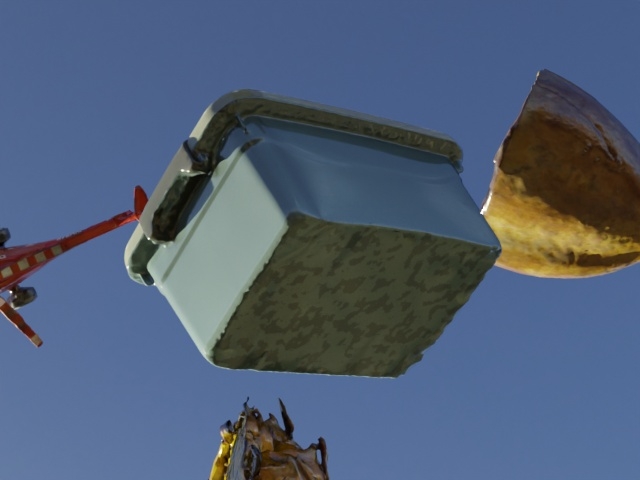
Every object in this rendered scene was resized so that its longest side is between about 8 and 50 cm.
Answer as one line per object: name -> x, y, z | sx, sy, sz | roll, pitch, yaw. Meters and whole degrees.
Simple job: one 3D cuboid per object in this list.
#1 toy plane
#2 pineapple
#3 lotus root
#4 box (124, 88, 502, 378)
toy plane -> -0.233, 0.005, 1.095 | 0.194, 0.077, 0.126 | -44, -79, -7
pineapple -> -0.035, 0.196, 0.772 | 0.076, 0.225, 0.225 | 12, -57, -12
lotus root -> 0.256, -0.061, 1.331 | 0.180, 0.188, 0.199 | 20, -40, 11
box -> 0.000, 0.000, 0.912 | 0.227, 0.130, 0.162 | 9, -54, -40
